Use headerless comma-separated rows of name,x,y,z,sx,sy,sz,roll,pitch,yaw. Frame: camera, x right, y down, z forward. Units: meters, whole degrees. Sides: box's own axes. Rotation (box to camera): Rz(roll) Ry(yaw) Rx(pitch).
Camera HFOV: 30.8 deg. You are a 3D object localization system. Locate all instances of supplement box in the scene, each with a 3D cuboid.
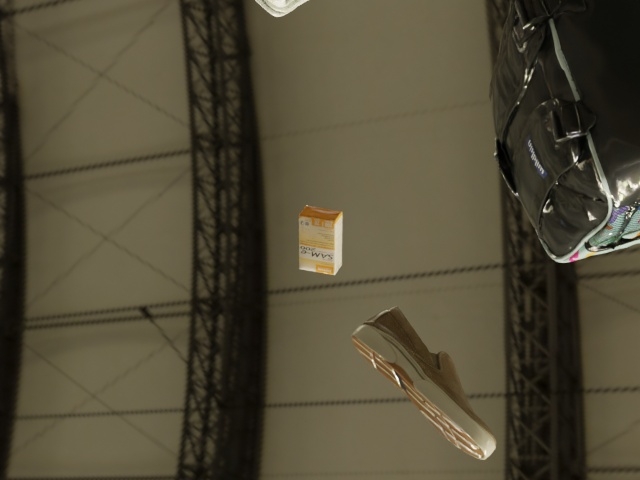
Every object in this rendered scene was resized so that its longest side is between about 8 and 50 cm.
supplement box,0.000,0.000,1.826,0.062,0.098,0.036,9,-150,17

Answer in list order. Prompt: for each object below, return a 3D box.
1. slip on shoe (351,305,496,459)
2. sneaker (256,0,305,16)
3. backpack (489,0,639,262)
slip on shoe,0.078,0.096,0.811,0.041,0.051,0.135,-39,-130,-14
sneaker,-0.089,-0.276,1.012,0.169,0.292,0.108,55,-43,20
backpack,0.232,-0.103,0.937,0.191,0.253,0.225,-12,-108,-9
